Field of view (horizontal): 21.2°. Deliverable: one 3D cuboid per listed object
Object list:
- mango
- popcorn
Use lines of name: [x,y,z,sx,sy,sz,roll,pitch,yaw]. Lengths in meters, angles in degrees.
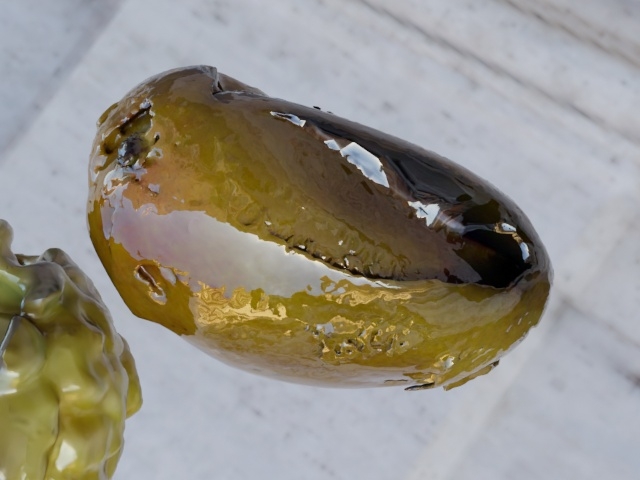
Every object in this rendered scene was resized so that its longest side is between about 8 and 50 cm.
mango: [0.000,0.000,0.848,0.249,0.151,0.156,16,-147,-23]
popcorn: [-0.220,0.095,0.869,0.250,0.250,0.190,31,162,39]
